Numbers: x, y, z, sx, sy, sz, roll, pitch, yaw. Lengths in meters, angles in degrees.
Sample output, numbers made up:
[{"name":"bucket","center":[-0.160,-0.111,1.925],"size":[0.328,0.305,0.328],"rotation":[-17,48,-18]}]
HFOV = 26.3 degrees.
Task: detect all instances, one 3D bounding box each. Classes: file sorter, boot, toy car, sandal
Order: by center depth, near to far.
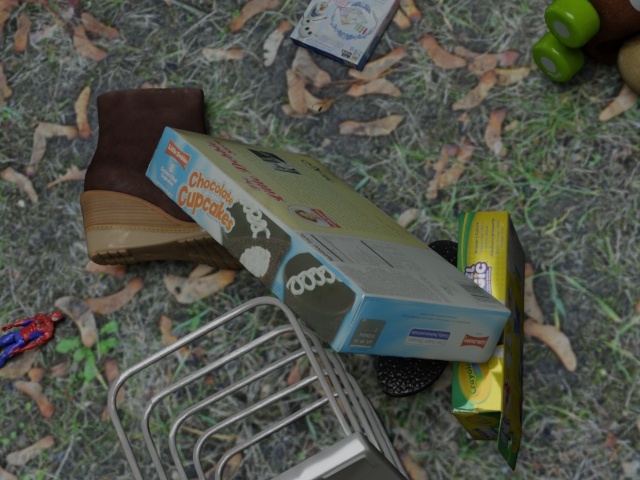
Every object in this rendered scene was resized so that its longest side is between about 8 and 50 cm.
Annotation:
[{"name":"file sorter","center":[-0.040,0.198,1.233],"size":[0.193,0.277,0.173],"rotation":[-29,61,4]},{"name":"toy car","center":[0.334,-0.194,1.352],"size":[0.155,0.149,0.188],"rotation":[-43,76,-14]},{"name":"sandal","center":[0.108,0.083,1.365],"size":[0.067,0.040,0.179],"rotation":[15,61,15]},{"name":"boot","center":[-0.132,-0.077,1.460],"size":[0.248,0.090,0.207],"rotation":[-2,64,7]}]

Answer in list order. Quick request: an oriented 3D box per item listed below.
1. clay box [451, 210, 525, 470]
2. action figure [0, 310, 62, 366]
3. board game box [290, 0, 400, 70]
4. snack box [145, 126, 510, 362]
[{"name":"clay box","center":[0.159,0.097,1.291],"size":[0.053,0.127,0.222],"rotation":[0,70,16]},{"name":"action figure","center":[-0.328,0.108,1.480],"size":[0.115,0.030,0.038],"rotation":[-30,60,1]},{"name":"board game box","center":[0.027,-0.242,1.512],"size":[0.090,0.020,0.090],"rotation":[26,80,23]},{"name":"snack box","center":[0.000,0.000,1.243],"size":[0.322,0.187,0.060],"rotation":[40,113,43]}]
